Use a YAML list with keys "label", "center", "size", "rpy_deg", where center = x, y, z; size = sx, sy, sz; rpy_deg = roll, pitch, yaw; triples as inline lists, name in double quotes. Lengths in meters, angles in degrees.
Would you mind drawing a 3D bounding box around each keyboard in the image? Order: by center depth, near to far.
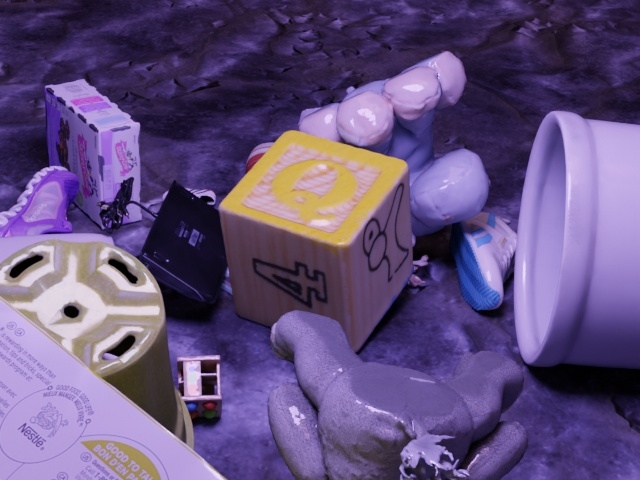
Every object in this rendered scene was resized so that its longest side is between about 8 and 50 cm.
- label: "keyboard"
  center: [-0.217, -0.016, 1.974]
  size: [0.201, 0.033, 0.317]
  rpy_deg: [35, 17, -9]

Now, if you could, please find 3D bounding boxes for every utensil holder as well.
- label: "utensil holder"
  center: [0.468, 0.015, 1.805]
  size: [0.386, 0.327, 0.327]
  rpy_deg: [6, 28, -1]

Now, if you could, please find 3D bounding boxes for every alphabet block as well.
- label: "alphabet block"
  center: [0.000, 0.000, 1.863]
  size: [0.193, 0.197, 0.192]
  rpy_deg: [16, 44, 23]

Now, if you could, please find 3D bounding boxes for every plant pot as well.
- label: "plant pot"
  center: [-0.258, 0.143, 1.457]
  size: [0.276, 0.254, 0.276]
  rpy_deg: [6, 49, -7]

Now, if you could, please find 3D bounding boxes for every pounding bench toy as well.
- label: "pounding bench toy"
  center: [-0.145, 0.186, 1.696]
  size: [0.052, 0.083, 0.065]
  rpy_deg: [-2, 60, -6]

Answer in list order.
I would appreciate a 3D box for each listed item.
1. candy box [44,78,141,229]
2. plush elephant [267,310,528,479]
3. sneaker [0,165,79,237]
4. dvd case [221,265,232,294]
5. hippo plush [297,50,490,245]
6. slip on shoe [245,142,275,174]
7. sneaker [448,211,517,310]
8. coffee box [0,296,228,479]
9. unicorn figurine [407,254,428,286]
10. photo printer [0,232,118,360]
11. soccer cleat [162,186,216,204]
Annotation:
- label: "candy box"
  center: [-0.347, -0.133, 2.144]
  size: [0.070, 0.164, 0.196]
  rpy_deg: [-15, 33, -31]
- label: "plush elephant"
  center: [0.066, 0.259, 1.404]
  size: [0.272, 0.255, 0.330]
  rpy_deg: [11, 20, -6]
- label: "sneaker"
  center: [-0.395, -0.020, 2.017]
  size: [0.105, 0.095, 0.236]
  rpy_deg: [17, 35, 11]
- label: "dvd case"
  center: [-0.095, 0.045, 2.001]
  size: [0.119, 0.013, 0.087]
  rpy_deg: [-21, 37, -40]
- label: "hippo plush"
  center: [0.102, -0.104, 1.981]
  size: [0.234, 0.236, 0.294]
  rpy_deg: [-31, 10, -37]
- label: "slip on shoe"
  center: [0.043, -0.074, 2.155]
  size: [0.331, 0.123, 0.101]
  rpy_deg: [7, 51, 6]
- label: "sneaker"
  center: [0.242, 0.022, 2.010]
  size: [0.092, 0.087, 0.228]
  rpy_deg: [4, 30, -5]
- label: "coffee box"
  center: [-0.228, 0.303, 1.057]
  size: [0.334, 0.337, 0.338]
  rpy_deg: [-41, 46, -21]
- label: "unicorn figurine"
  center: [0.083, 0.012, 2.034]
  size: [0.111, 0.060, 0.162]
  rpy_deg: [-1, 22, -26]
- label: "photo printer"
  center: [-0.360, 0.104, 1.759]
  size: [0.256, 0.107, 0.307]
  rpy_deg: [-3, 29, -13]
- label: "soccer cleat"
  center: [-0.202, -0.066, 2.180]
  size: [0.083, 0.029, 0.035]
  rpy_deg: [0, 24, -16]
